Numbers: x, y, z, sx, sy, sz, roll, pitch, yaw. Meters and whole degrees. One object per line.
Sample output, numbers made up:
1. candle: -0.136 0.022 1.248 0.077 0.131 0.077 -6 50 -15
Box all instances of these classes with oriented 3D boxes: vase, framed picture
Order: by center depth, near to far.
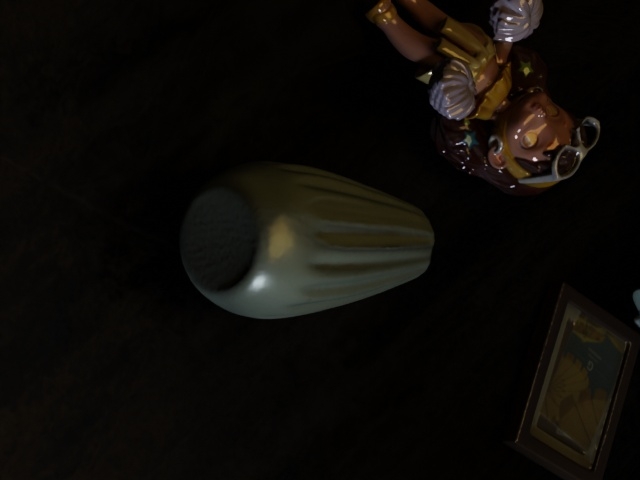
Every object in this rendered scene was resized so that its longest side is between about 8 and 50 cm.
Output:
1. vase: 0.000 0.000 1.528 0.248 0.128 0.128 1 87 -49
2. framed picture: 0.247 0.143 1.785 0.128 0.023 0.168 33 67 -34

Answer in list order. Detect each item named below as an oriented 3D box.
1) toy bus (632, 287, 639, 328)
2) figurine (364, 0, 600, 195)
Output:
1. toy bus: 0.428 0.107 1.867 0.165 0.133 0.276 -45 115 -32
2. figurine: 0.145 -0.142 1.659 0.240 0.115 0.175 49 57 -20
